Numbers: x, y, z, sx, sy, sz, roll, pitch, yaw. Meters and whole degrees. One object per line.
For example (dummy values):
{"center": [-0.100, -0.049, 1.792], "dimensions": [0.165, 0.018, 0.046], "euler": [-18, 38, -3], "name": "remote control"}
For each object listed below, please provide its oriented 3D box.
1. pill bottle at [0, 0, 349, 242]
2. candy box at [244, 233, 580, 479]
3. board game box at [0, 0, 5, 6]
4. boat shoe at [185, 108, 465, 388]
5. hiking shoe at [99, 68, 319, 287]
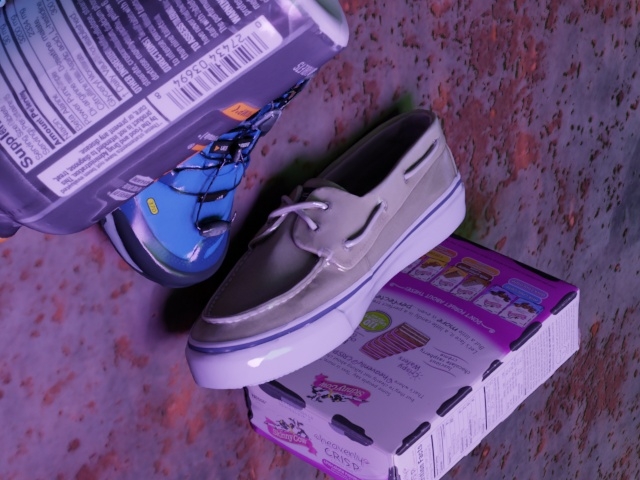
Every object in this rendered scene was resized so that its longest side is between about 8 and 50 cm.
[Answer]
{"center": [-0.118, -0.090, 0.796], "dimensions": [0.246, 0.130, 0.130], "euler": [-33, 146, 13], "name": "pill bottle"}
{"center": [0.076, 0.095, 1.188], "dimensions": [0.233, 0.159, 0.071], "euler": [-36, 135, -32], "name": "candy box"}
{"center": [-0.305, -0.160, 0.606], "dimensions": [0.336, 0.079, 0.253], "euler": [-35, 133, -38], "name": "board game box"}
{"center": [0.000, 0.000, 1.103], "dimensions": [0.302, 0.109, 0.094], "euler": [-41, 123, -43], "name": "boat shoe"}
{"center": [-0.067, -0.097, 0.913], "dimensions": [0.113, 0.132, 0.304], "euler": [-21, 127, -43], "name": "hiking shoe"}
